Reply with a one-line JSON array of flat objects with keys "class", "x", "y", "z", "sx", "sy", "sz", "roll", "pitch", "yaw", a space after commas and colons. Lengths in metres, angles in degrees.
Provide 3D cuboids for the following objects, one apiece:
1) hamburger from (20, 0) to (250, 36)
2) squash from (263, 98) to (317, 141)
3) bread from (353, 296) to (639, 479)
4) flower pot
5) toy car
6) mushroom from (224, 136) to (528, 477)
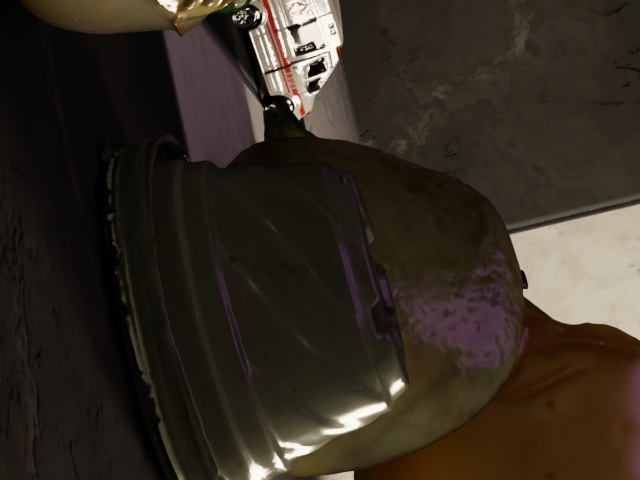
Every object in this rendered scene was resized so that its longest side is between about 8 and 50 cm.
[{"class": "hamburger", "x": -0.102, "y": -0.203, "z": 0.886, "sx": 0.237, "sy": 0.147, "sz": 0.237, "roll": -16, "pitch": 90, "yaw": -83}, {"class": "squash", "x": 0.000, "y": 0.000, "z": 1.746, "sx": 0.094, "sy": 0.094, "sz": 0.341, "roll": 68, "pitch": 9, "yaw": -56}, {"class": "bread", "x": 0.146, "y": 0.237, "z": 1.622, "sx": 0.361, "sy": 0.250, "sz": 0.394, "roll": 136, "pitch": -48, "yaw": -72}, {"class": "flower pot", "x": -0.030, "y": 0.040, "z": 1.075, "sx": 0.235, "sy": 0.140, "sz": 0.235, "roll": -14, "pitch": 90, "yaw": -87}, {"class": "toy car", "x": -0.026, "y": -0.217, "z": 1.911, "sx": 0.089, "sy": 0.108, "sz": 0.210, "roll": -98, "pitch": 172, "yaw": -45}, {"class": "mushroom", "x": 0.041, "y": 0.011, "z": 1.466, "sx": 0.292, "sy": 0.217, "sz": 0.212, "roll": -94, "pitch": 165, "yaw": -58}]
